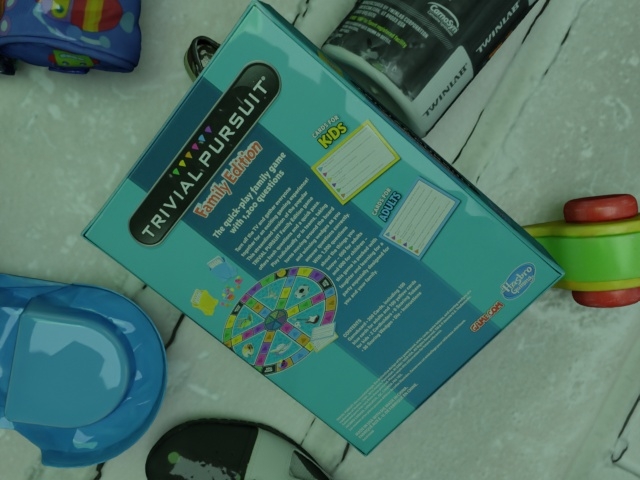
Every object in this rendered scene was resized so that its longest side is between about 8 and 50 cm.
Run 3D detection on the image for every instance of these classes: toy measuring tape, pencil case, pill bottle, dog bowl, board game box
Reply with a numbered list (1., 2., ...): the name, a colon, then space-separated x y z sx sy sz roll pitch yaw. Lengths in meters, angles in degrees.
1. toy measuring tape: 0.226 0.019 0.609 0.330 0.121 0.121 -9 94 -7
2. pencil case: -0.208 -0.290 0.523 0.119 0.133 0.306 4 92 -24
3. pill bottle: 0.123 -0.226 0.573 0.130 0.130 0.246 40 87 -8
4. dog bowl: -0.288 0.106 0.561 0.297 0.074 0.166 10 91 -8
5. board game box: 0.000 0.000 0.555 0.336 0.079 0.254 40 107 -8

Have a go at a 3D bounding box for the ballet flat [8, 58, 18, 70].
1. ballet flat: -0.366 -0.164 0.543 0.188 0.070 0.070 -6 94 -4

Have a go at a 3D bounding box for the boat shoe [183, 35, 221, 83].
1. boat shoe: -0.077 -0.130 0.590 0.056 0.049 0.152 -43 98 -4

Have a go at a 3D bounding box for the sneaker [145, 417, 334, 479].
1. sneaker: -0.017 0.284 0.574 0.330 0.146 0.122 31 90 -7
